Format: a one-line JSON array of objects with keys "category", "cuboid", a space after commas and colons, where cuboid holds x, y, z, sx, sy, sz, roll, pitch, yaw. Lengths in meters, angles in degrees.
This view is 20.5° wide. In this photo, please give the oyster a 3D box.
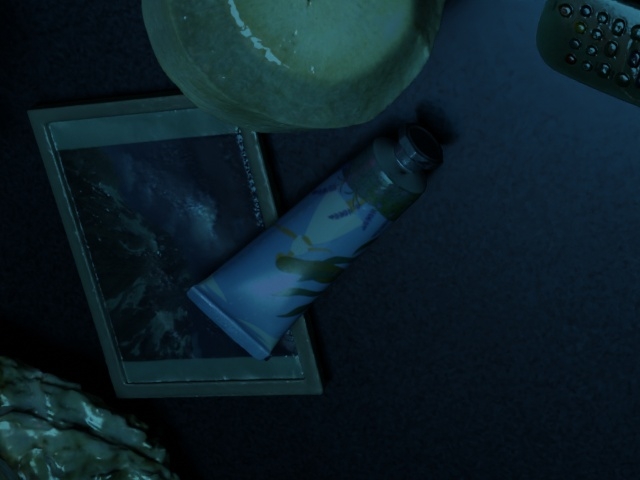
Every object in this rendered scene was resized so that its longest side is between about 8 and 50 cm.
[{"category": "oyster", "cuboid": [-0.248, 0.202, 1.580, 0.354, 0.107, 0.201, 23, 127, 10]}]

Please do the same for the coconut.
[{"category": "coconut", "cuboid": [-0.021, -0.173, 1.227, 0.202, 0.222, 0.202, -1, 96, -14]}]

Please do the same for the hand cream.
[{"category": "hand cream", "cuboid": [0.000, 0.000, 1.387, 0.088, 0.055, 0.256, 41, 123, -12]}]

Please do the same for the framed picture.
[{"category": "framed picture", "cuboid": [-0.116, 0.007, 1.467, 0.209, 0.019, 0.281, -5, 114, 25]}]

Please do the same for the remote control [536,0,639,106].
[{"category": "remote control", "cuboid": [0.257, -0.119, 1.224, 0.222, 0.042, 0.072, 22, 123, 12]}]
